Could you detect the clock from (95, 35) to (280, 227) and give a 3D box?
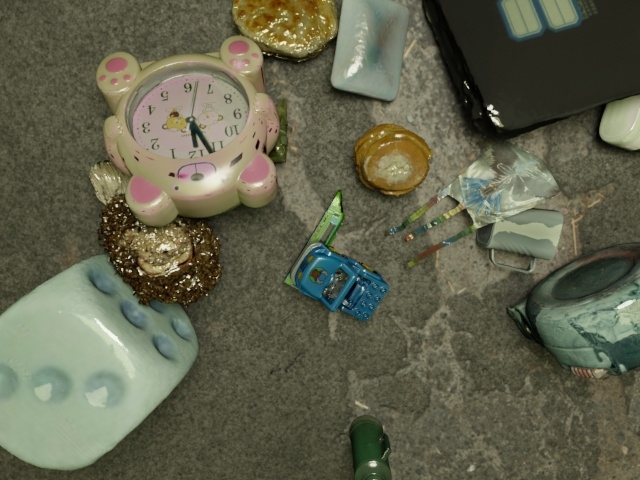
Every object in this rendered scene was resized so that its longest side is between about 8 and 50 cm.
[{"bbox_3d":[-0.210,-0.185,0.736,0.284,0.114,0.309,-11,68,-9],"label":"clock"}]

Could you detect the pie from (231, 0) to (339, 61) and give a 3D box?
[{"bbox_3d":[-0.059,-0.406,0.796,0.194,0.079,0.163,21,92,0],"label":"pie"}]

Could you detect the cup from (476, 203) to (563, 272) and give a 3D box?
[{"bbox_3d":[0.377,-0.005,0.846,0.130,0.095,0.128,9,100,1],"label":"cup"}]

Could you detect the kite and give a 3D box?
[{"bbox_3d":[0.277,-0.061,0.822,0.310,0.169,0.015,-38,139,7],"label":"kite"}]

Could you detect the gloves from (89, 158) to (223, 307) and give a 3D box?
[{"bbox_3d":[-0.291,-0.020,0.805,0.211,0.135,0.312,-6,70,-33],"label":"gloves"}]

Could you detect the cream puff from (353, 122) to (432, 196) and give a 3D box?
[{"bbox_3d":[0.128,-0.153,0.814,0.144,0.103,0.126,11,121,-17],"label":"cream puff"}]

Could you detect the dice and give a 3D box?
[{"bbox_3d":[-0.399,0.202,0.779,0.263,0.264,0.268,-39,95,4],"label":"dice"}]

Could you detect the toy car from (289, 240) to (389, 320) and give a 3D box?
[{"bbox_3d":[0.045,0.086,0.831,0.191,0.100,0.097,27,101,-24],"label":"toy car"}]

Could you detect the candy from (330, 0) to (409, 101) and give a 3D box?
[{"bbox_3d":[0.093,-0.352,0.800,0.138,0.071,0.174,5,97,-24],"label":"candy"}]

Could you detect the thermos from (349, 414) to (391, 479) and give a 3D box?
[{"bbox_3d":[0.101,0.419,0.850,0.083,0.187,0.073,-20,98,4],"label":"thermos"}]

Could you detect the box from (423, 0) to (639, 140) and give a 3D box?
[{"bbox_3d":[0.388,-0.373,0.762,0.351,0.091,0.358,-18,80,1],"label":"box"}]

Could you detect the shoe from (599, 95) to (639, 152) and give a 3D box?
[{"bbox_3d":[0.615,-0.288,0.820,0.110,0.095,0.264,22,93,-22],"label":"shoe"}]

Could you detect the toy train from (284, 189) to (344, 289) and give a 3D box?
[{"bbox_3d":[0.000,0.000,0.866,0.042,0.044,0.209,31,96,-4],"label":"toy train"}]

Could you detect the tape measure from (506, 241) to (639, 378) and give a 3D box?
[{"bbox_3d":[0.505,0.118,0.780,0.256,0.275,0.147,-34,93,-1],"label":"tape measure"}]

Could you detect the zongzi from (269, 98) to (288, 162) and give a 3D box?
[{"bbox_3d":[-0.136,-0.204,0.847,0.154,0.062,0.130,-6,76,16],"label":"zongzi"}]
